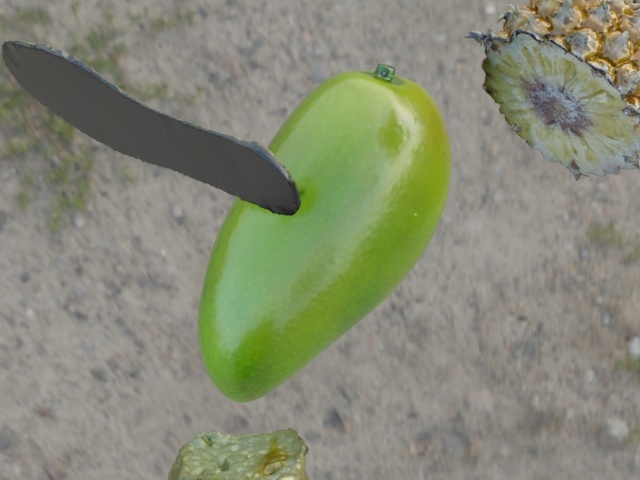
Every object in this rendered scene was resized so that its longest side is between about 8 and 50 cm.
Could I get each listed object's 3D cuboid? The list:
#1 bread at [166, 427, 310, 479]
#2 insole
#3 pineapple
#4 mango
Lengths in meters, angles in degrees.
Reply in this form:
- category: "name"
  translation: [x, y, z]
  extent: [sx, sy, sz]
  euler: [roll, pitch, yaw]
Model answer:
- category: "bread"
  translation: [-0.071, 0.301, 1.379]
  extent: [0.129, 0.268, 0.152]
  euler: [-7, 18, -23]
- category: "insole"
  translation: [-0.156, -0.102, 1.400]
  extent: [0.348, 0.119, 0.009]
  euler: [24, 61, 30]
- category: "pineapple"
  translation: [0.231, -0.156, 1.305]
  extent: [0.176, 0.161, 0.137]
  euler: [46, 66, -11]
- category: "mango"
  translation: [0.000, 0.000, 1.480]
  extent: [0.343, 0.192, 0.156]
  euler: [-57, 41, 3]
